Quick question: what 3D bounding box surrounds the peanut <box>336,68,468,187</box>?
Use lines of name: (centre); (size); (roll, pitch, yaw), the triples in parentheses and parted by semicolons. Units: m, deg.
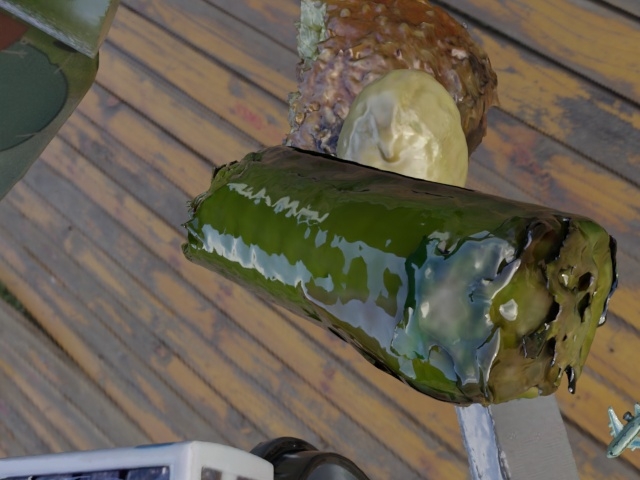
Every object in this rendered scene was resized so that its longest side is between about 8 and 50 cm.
peanut: (0.079, -0.037, 0.851); (0.147, 0.147, 0.319); (34, 151, 29)

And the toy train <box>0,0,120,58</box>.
toy train: (-0.193, -0.247, 0.451); (0.299, 0.202, 0.131); (28, 157, -14)

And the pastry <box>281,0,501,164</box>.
pastry: (0.111, -0.218, 1.351); (0.292, 0.337, 0.405); (115, 163, -46)

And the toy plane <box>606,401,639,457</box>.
toy plane: (0.382, 0.238, 1.069); (0.080, 0.033, 0.083); (36, 115, 5)

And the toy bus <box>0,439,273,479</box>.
toy bus: (-0.172, 0.209, 0.564); (0.297, 0.106, 0.131); (-11, 62, 29)

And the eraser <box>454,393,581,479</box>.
eraser: (0.238, 0.220, 1.102); (0.077, 0.111, 0.353); (-41, 59, 57)

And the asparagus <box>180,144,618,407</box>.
asparagus: (0.000, 0.000, 0.532); (0.382, 0.128, 0.108); (21, 106, 49)

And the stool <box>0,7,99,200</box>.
stool: (-0.389, -0.161, 0.688); (0.310, 0.310, 0.226); (-43, 55, 17)

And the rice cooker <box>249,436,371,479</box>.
rice cooker: (-0.057, 0.356, 0.941); (0.224, 0.267, 0.267); (-19, 91, 34)
